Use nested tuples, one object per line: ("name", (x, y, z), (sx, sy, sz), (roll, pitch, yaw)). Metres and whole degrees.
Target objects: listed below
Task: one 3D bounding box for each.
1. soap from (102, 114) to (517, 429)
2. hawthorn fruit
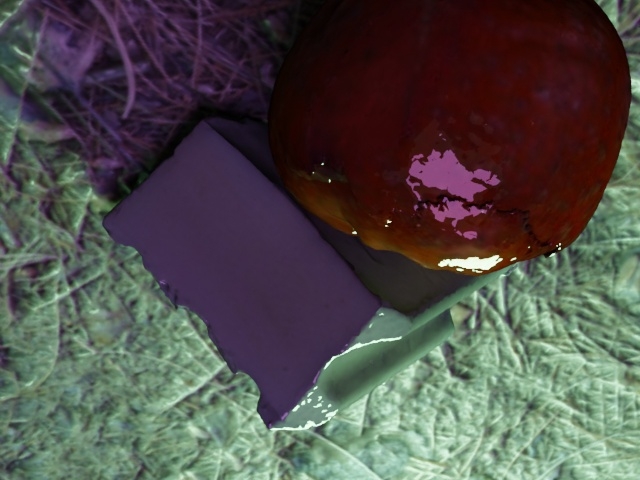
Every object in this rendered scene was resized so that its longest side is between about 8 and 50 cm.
("soap", (0.000, 0.000, 1.403), (0.159, 0.258, 0.302), (-52, 165, 26))
("hawthorn fruit", (0.115, -0.125, 1.199), (0.276, 0.276, 0.307), (25, 101, -28))
